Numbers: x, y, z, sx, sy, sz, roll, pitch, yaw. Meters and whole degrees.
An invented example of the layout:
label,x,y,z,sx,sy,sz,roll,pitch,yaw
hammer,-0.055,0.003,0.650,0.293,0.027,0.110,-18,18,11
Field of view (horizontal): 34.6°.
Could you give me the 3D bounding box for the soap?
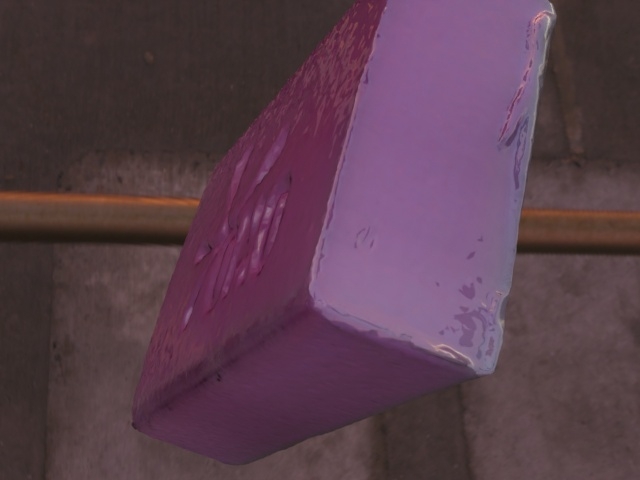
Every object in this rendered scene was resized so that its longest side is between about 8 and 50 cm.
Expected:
label,x,y,z,sx,sy,sz,roll,pitch,yaw
soap,-0.002,-0.001,0.492,0.081,0.259,0.181,23,65,-15
